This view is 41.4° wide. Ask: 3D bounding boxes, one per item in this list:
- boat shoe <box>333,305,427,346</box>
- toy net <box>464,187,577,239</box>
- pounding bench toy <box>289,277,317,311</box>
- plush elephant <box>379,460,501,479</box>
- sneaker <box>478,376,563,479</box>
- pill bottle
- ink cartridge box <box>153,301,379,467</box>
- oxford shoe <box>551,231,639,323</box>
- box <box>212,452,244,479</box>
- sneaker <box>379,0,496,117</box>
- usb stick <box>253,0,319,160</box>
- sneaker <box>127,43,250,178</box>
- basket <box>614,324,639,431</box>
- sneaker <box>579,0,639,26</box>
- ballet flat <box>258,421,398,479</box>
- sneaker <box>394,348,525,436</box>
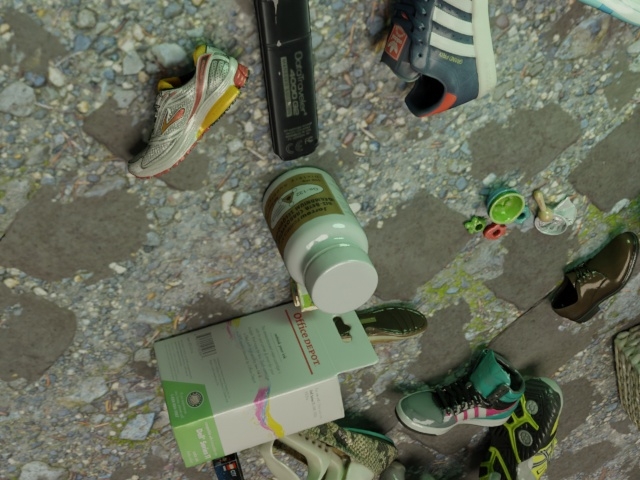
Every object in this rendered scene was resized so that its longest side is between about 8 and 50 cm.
[{"bbox_3d":[0.106,0.170,1.604,0.190,0.068,0.072,-2,141,-9],"label":"boat shoe"},{"bbox_3d":[0.382,-0.035,1.550,0.232,0.045,0.122,9,124,-28],"label":"toy net"},{"bbox_3d":[-0.022,0.073,1.467,0.052,0.065,0.083,-12,100,-13],"label":"pounding bench toy"},{"bbox_3d":[0.303,0.646,1.954,0.255,0.330,0.271,-16,119,-43],"label":"plush elephant"},{"bbox_3d":[0.474,0.444,1.951,0.147,0.145,0.384,-21,139,-34],"label":"sneaker"},{"bbox_3d":[0.000,0.000,1.296,0.131,0.229,0.131,-12,131,-14],"label":"pill bottle"},{"bbox_3d":[-0.091,0.231,1.465,0.354,0.207,0.119,-16,130,-9],"label":"ink cartridge box"},{"bbox_3d":[0.544,0.072,1.684,0.096,0.082,0.227,17,119,-28],"label":"oxford shoe"},{"bbox_3d":[-0.178,0.431,1.629,0.044,0.159,0.233,-15,132,-8],"label":"box"},{"bbox_3d":[0.142,-0.309,1.164,0.148,0.131,0.350,-28,133,-4],"label":"sneaker"},{"bbox_3d":[-0.045,-0.238,1.206,0.077,0.045,0.278,-19,133,-16],"label":"usb stick"},{"bbox_3d":[-0.199,-0.179,1.179,0.093,0.088,0.225,38,109,-18],"label":"sneaker"},{"bbox_3d":[0.874,0.330,1.909,0.328,0.266,0.331,-26,132,0],"label":"basket"},{"bbox_3d":[0.437,-0.431,1.191,0.319,0.127,0.208,10,124,-30],"label":"sneaker"},{"bbox_3d":[-0.011,0.421,1.672,0.164,0.182,0.483,-19,140,31],"label":"ballet flat"},{"bbox_3d":[0.309,0.310,1.752,0.296,0.123,0.178,0,132,-30],"label":"sneaker"}]
